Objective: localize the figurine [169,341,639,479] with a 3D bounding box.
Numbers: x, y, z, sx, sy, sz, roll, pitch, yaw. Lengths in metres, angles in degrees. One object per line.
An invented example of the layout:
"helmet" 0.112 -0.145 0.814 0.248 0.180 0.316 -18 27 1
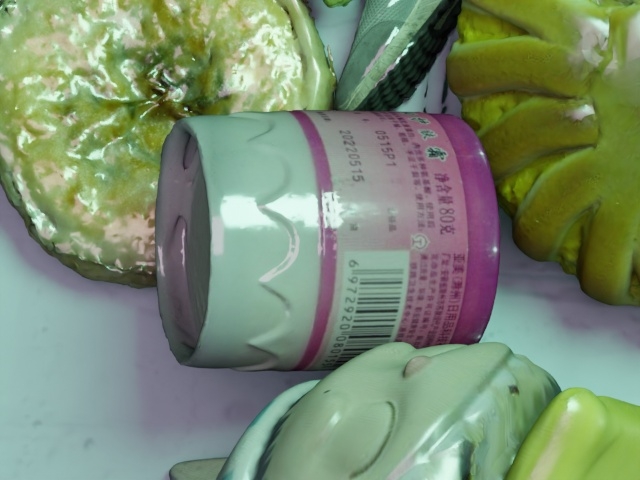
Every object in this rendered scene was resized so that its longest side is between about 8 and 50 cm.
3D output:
"figurine" 0.062 0.192 1.207 0.377 0.361 0.266 19 73 41

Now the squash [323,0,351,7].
"squash" -0.093 -0.317 1.296 0.118 0.118 0.370 -40 77 -1

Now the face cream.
"face cream" 0.000 0.000 1.203 0.195 0.175 0.175 0 83 -19

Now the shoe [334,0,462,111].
"shoe" 0.059 -0.173 1.305 0.077 0.074 0.194 33 83 16

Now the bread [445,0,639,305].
"bread" 0.239 -0.099 1.207 0.333 0.160 0.333 1 100 3

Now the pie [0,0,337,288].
"pie" -0.122 -0.101 1.314 0.274 0.055 0.274 0 84 4
